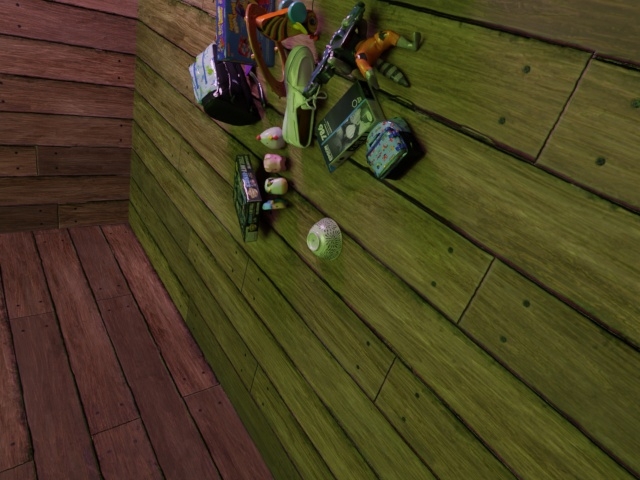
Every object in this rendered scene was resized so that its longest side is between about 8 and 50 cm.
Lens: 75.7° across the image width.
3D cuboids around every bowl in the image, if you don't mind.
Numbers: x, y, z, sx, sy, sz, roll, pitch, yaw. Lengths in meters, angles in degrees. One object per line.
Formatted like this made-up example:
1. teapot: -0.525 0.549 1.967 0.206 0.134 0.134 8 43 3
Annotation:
1. bowl: 0.000 0.000 1.604 0.170 0.080 0.170 14 108 50

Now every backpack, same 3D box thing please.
1. backpack: -0.451 -0.714 1.876 0.273 0.290 0.356 -13 80 33
2. backpack: 0.208 -0.292 1.266 0.158 0.116 0.173 -44 60 45

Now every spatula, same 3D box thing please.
1. spatula: -0.294 -0.723 1.873 0.084 0.030 0.297 -39 66 46

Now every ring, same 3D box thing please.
1. ring: -0.197 -0.703 1.543 0.032 0.336 0.337 -11 87 18

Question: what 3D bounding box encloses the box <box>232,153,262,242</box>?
1. box: -0.344 -0.193 1.909 0.293 0.073 0.296 110 146 -49

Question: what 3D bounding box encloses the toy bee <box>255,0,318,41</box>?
1. toy bee: -0.072 -0.779 1.476 0.195 0.298 0.162 -105 -8 -46

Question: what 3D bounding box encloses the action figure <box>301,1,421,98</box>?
1. action figure: 0.108 -0.548 1.295 0.341 0.178 0.330 -54 45 7

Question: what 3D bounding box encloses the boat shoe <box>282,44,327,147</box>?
1. boat shoe: -0.057 -0.521 1.536 0.156 0.135 0.367 36 126 42

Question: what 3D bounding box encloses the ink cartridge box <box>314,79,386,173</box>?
1. ink cartridge box: 0.079 -0.387 1.451 0.332 0.065 0.166 -39 68 48

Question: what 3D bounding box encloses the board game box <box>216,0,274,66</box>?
1. board game box: -0.305 -0.911 1.691 0.078 0.233 0.348 17 109 48

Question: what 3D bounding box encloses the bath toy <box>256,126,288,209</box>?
1. bath toy: -0.204 -0.309 1.763 0.151 0.128 0.349 7 101 51

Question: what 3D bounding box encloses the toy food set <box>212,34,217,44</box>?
1. toy food set: -0.525 -1.011 2.119 0.078 0.019 0.122 -50 51 43
